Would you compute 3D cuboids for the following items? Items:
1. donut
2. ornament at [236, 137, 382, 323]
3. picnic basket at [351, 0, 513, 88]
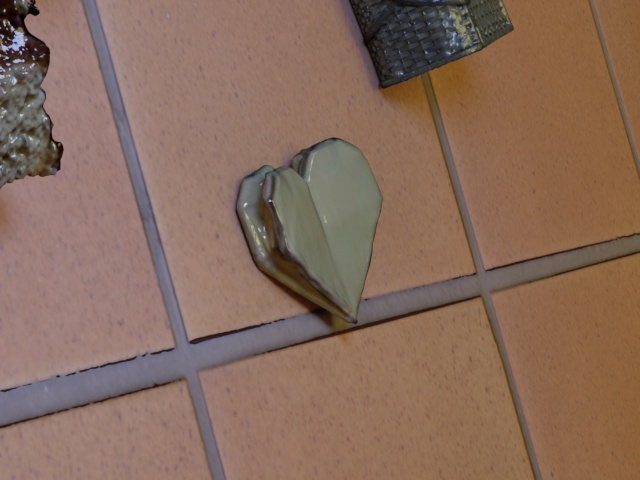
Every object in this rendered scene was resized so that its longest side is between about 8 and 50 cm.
[{"bbox_3d":[-0.277,-0.124,1.431,0.126,0.144,0.186,-43,143,-53],"label":"donut"},{"bbox_3d":[0.000,0.000,1.916,0.201,0.059,0.180,-31,103,-59],"label":"ornament"},{"bbox_3d":[0.106,-0.287,2.179,0.154,0.134,0.196,-35,106,-64],"label":"picnic basket"}]
